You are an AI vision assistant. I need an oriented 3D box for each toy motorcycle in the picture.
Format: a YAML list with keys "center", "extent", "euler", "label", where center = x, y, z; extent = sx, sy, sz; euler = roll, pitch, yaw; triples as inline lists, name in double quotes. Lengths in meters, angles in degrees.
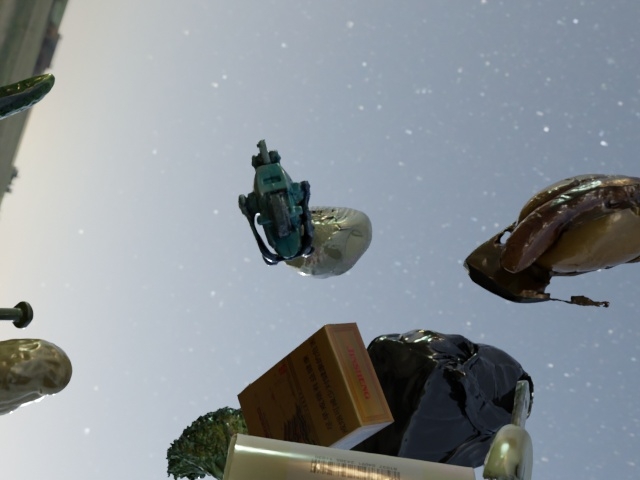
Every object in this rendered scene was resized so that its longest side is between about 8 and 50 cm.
- center: [-0.089, -0.069, 1.811]
  extent: [0.206, 0.154, 0.260]
  euler: [76, -1, -46]
  label: "toy motorcycle"

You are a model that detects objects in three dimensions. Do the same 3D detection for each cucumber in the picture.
- center: [-0.389, -0.166, 1.053]
  extent: [0.168, 0.039, 0.039]
  euler: [-31, 172, -38]
  label: "cucumber"

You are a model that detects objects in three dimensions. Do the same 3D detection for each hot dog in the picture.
- center: [0.382, -0.018, 1.256]
  extent: [0.194, 0.326, 0.107]
  euler: [42, -30, 36]
  label: "hot dog"

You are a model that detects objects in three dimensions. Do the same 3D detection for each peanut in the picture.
- center: [-0.587, 0.217, 1.474]
  extent: [0.153, 0.325, 0.140]
  euler: [-100, -162, -49]
  label: "peanut"

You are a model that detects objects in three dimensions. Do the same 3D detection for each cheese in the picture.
- center: [0.257, 0.270, 1.155]
  extent: [0.235, 0.049, 0.127]
  euler: [-63, 145, -53]
  label: "cheese"

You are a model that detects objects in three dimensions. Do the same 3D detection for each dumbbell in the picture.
- center: [-0.561, 0.129, 1.521]
  extent: [0.052, 0.118, 0.046]
  euler: [-41, -115, 23]
  label: "dumbbell"

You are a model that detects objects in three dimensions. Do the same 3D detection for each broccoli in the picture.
- center: [-0.186, 0.430, 1.714]
  extent: [0.219, 0.194, 0.194]
  euler: [-34, -173, -24]
  label: "broccoli"

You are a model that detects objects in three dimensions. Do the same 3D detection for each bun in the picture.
- center: [-0.005, 0.001, 2.129]
  extent: [0.273, 0.272, 0.168]
  euler: [-137, -134, -68]
  label: "bun"

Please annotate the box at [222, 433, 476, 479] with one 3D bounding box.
- center: [0.016, 0.267, 0.740]
  extent: [0.095, 0.212, 0.168]
  euler: [-81, 180, -61]
  label: "box"

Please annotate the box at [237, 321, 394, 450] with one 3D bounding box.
- center: [-0.017, 0.272, 1.424]
  extent: [0.274, 0.076, 0.174]
  euler: [-43, -123, 40]
  label: "box"

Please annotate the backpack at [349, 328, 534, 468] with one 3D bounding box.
- center: [0.271, 0.358, 1.830]
  extent: [0.255, 0.445, 0.363]
  euler: [27, -72, 43]
  label: "backpack"
